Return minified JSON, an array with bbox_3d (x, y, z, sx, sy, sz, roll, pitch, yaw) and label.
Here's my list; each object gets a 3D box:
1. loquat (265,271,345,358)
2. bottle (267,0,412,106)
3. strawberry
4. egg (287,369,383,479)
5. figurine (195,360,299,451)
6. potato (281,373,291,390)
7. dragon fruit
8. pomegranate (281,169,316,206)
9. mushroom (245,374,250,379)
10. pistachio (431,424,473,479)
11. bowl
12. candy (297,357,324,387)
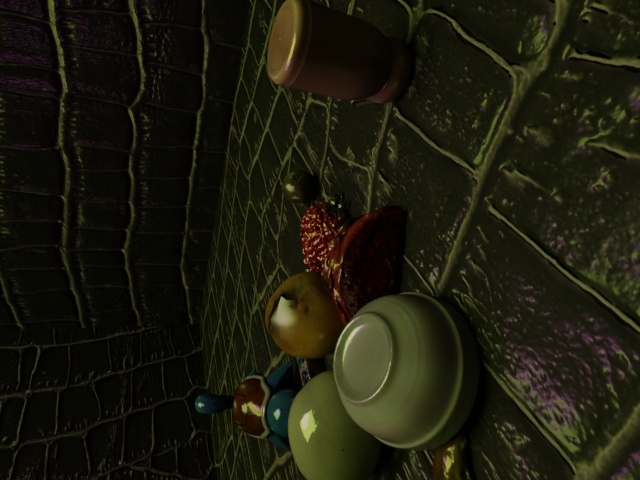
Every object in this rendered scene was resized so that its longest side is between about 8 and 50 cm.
[{"bbox_3d":[-0.029,0.194,1.231,0.235,0.235,0.234,-178,90,-68],"label":"loquat"},{"bbox_3d":[0.042,-0.387,1.021,0.206,0.297,0.172,-37,55,57],"label":"bottle"},{"bbox_3d":[0.000,0.000,1.337,0.188,0.106,0.285,-141,55,-65],"label":"strawberry"},{"bbox_3d":[0.034,0.430,1.067,0.219,0.219,0.268,180,95,-68],"label":"egg"},{"bbox_3d":[-0.206,0.556,1.606,0.417,0.243,0.297,-2,73,26],"label":"figurine"},{"bbox_3d":[-0.127,0.503,1.688,0.051,0.040,0.083,-170,85,-77],"label":"potato"},{"bbox_3d":[0.066,0.065,1.092,0.205,0.152,0.316,-166,83,-71],"label":"dragon fruit"},{"bbox_3d":[-0.068,-0.162,1.531,0.142,0.115,0.114,80,177,-57],"label":"pomegranate"},{"bbox_3d":[-0.281,0.620,2.027,0.084,0.071,0.209,60,161,-6],"label":"mushroom"},{"bbox_3d":[0.225,0.402,0.824,0.090,0.049,0.172,-169,81,-67],"label":"pistachio"},{"bbox_3d":[0.126,0.223,0.855,0.287,0.144,0.286,-35,45,44],"label":"bowl"},{"bbox_3d":[-0.051,0.312,1.494,0.088,0.061,0.312,112,151,-45],"label":"candy"}]
